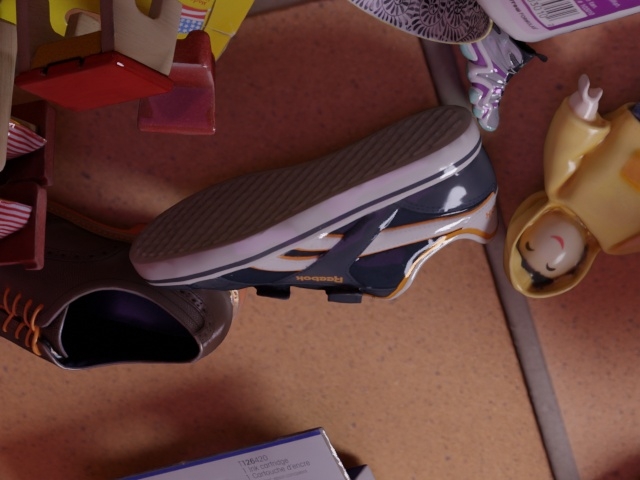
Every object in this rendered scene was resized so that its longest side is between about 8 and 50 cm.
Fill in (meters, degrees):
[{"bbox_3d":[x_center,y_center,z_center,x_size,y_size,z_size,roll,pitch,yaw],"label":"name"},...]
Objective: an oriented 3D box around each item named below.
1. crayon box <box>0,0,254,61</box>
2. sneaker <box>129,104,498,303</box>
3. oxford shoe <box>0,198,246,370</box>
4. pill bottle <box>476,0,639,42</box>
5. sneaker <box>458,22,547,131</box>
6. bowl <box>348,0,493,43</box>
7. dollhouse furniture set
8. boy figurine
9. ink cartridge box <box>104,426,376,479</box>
[{"bbox_3d":[-0.112,-0.287,1.209,0.202,0.081,0.318,13,125,-33],"label":"crayon box"},{"bbox_3d":[0.000,0.000,1.353,0.321,0.126,0.127,-18,120,14],"label":"sneaker"},{"bbox_3d":[-0.257,0.041,1.435,0.363,0.133,0.130,5,119,9],"label":"oxford shoe"},{"bbox_3d":[0.255,-0.256,1.116,0.301,0.169,0.169,-13,115,32],"label":"pill bottle"},{"bbox_3d":[0.155,-0.139,1.308,0.069,0.038,0.098,-8,117,16],"label":"sneaker"},{"bbox_3d":[0.075,-0.234,1.234,0.170,0.170,0.080,31,76,-6],"label":"bowl"},{"bbox_3d":[-0.234,-0.077,1.248,0.374,0.201,0.152,-7,73,36],"label":"dollhouse furniture set"},{"bbox_3d":[0.254,-0.058,1.304,0.285,0.092,0.177,-36,108,23],"label":"boy figurine"},{"bbox_3d":[-0.065,0.326,1.592,0.303,0.072,0.307,-16,112,21],"label":"ink cartridge box"}]
